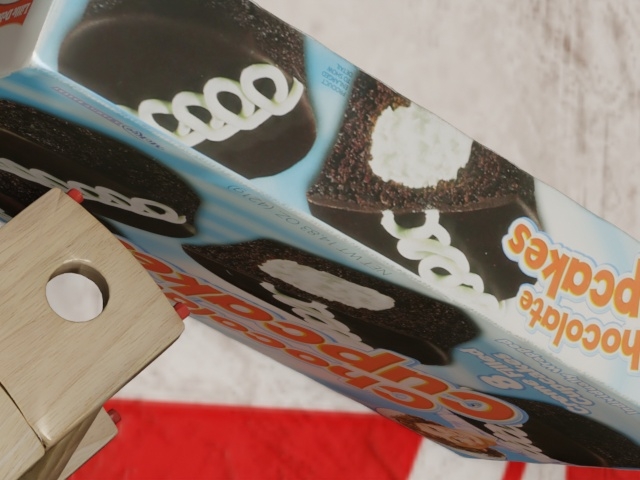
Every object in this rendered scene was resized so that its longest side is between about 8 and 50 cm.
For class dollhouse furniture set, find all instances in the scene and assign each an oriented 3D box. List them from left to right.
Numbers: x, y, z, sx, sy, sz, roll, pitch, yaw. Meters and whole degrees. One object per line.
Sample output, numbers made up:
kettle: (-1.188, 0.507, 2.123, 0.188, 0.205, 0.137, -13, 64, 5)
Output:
dollhouse furniture set: (-0.161, 0.019, 0.636, 0.183, 0.129, 0.129, 47, 62, 5)

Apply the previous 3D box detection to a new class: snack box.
snack box: (0.000, 0.000, 0.687, 0.322, 0.187, 0.060, 29, 72, -28)
